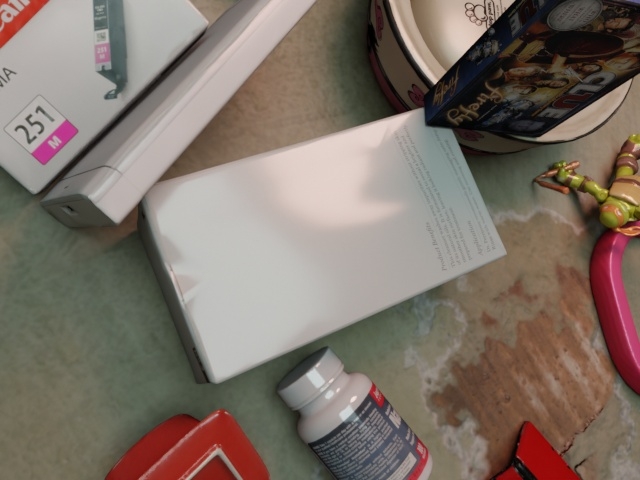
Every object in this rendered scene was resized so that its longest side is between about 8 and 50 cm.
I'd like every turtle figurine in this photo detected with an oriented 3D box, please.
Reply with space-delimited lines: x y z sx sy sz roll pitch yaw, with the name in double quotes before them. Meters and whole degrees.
"turtle figurine" 0.487 -0.070 0.865 0.269 0.087 0.217 26 50 35

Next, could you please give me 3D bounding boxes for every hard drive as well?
"hard drive" -0.152 -0.161 0.627 0.047 0.233 0.353 47 66 -26

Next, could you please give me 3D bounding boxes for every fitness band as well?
"fitness band" 0.531 0.107 0.881 0.208 0.054 0.291 -8 78 -19

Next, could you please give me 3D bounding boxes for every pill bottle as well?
"pill bottle" 0.036 0.218 0.661 0.108 0.108 0.180 -40 92 -22

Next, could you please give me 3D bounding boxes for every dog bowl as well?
"dog bowl" 0.250 -0.309 0.838 0.407 0.150 0.409 4 77 -17

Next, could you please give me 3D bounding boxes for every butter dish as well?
"butter dish" -0.156 0.249 0.593 0.160 0.118 0.160 -41 133 -24

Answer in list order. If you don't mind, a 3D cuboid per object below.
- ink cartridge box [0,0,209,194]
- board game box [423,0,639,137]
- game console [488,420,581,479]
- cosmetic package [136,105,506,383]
"ink cartridge box" -0.301 -0.230 0.610 0.275 0.060 0.239 -45 108 -2
"board game box" 0.239 -0.184 0.593 0.164 0.243 0.042 2 74 -17
"game console" 0.285 0.345 0.764 0.124 0.085 0.144 -41 91 9
"cosmetic package" 0.000 0.000 0.680 0.384 0.156 0.217 -18 83 -20
